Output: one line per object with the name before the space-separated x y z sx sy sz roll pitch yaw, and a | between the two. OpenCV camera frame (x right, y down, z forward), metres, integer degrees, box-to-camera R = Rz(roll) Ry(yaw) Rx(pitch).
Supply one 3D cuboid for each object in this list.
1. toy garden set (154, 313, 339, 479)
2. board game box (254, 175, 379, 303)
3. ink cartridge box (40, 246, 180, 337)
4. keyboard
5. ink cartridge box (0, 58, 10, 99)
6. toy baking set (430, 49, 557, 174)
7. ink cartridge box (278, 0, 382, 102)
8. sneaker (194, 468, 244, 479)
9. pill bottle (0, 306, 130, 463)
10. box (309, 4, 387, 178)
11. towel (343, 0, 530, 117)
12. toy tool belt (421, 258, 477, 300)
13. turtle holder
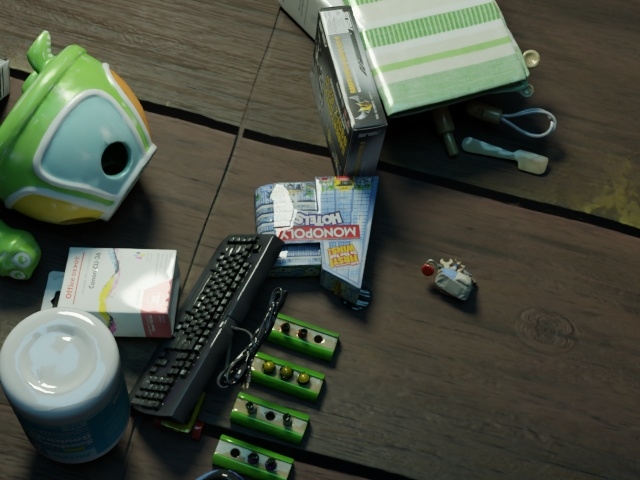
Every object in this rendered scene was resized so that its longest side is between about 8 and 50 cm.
toy garden set | -0.105 0.202 1.587 0.204 0.049 0.244 18 62 5
board game box | 0.000 0.000 1.697 0.194 0.060 0.194 -2 62 -6
ink cartridge box | -0.309 0.074 1.613 0.198 0.067 0.115 1 52 1
keyboard | -0.141 0.118 1.581 0.201 0.033 0.317 5 55 39
ink cartridge box | -0.569 -0.222 1.640 0.165 0.332 0.065 1 107 -6
toy baking set | 0.275 -0.220 1.810 0.197 0.030 0.256 -13 89 4
ink cartridge box | 0.091 -0.392 1.880 0.197 0.114 0.273 -36 72 -22
sneaker | -0.206 0.418 1.411 0.130 0.147 0.330 30 65 11
pill bottle | -0.324 0.201 1.447 0.146 0.264 0.146 2 62 -3
box | 0.039 -0.221 1.748 0.056 0.183 0.231 -9 64 -11
towel | 0.170 -0.357 1.787 0.248 0.038 0.325 -14 67 -12
toy tool belt | 0.197 0.053 1.700 0.083 0.052 0.051 31 33 7
turtle holder | -0.385 -0.121 1.628 0.227 0.243 0.320 35 52 -9
